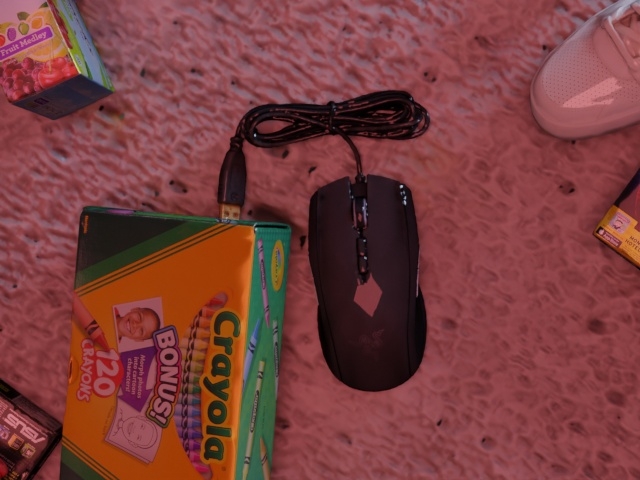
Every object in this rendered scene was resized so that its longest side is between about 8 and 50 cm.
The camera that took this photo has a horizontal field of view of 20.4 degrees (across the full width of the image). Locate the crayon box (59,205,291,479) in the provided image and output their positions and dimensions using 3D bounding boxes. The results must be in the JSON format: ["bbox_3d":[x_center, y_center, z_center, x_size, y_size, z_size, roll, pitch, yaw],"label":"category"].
[{"bbox_3d":[-0.124,0.116,1.509,0.165,0.081,0.278,5,92,21],"label":"crayon box"}]

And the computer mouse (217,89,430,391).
[{"bbox_3d":[0.000,0.000,1.525,0.184,0.060,0.262,1,91,5],"label":"computer mouse"}]

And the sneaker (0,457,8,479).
[{"bbox_3d":[-0.316,0.227,1.500,0.118,0.107,0.279,-19,94,-5],"label":"sneaker"}]

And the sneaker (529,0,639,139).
[{"bbox_3d":[0.290,-0.200,1.429,0.292,0.169,0.108,-30,65,2],"label":"sneaker"}]

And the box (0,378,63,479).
[{"bbox_3d":[-0.354,0.187,1.572,0.190,0.045,0.184,35,96,3],"label":"box"}]

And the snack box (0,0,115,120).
[{"bbox_3d":[-0.255,-0.211,1.490,0.070,0.174,0.207,-23,88,2],"label":"snack box"}]

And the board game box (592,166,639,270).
[{"bbox_3d":[0.361,-0.027,1.490,0.194,0.060,0.194,37,93,4],"label":"board game box"}]
